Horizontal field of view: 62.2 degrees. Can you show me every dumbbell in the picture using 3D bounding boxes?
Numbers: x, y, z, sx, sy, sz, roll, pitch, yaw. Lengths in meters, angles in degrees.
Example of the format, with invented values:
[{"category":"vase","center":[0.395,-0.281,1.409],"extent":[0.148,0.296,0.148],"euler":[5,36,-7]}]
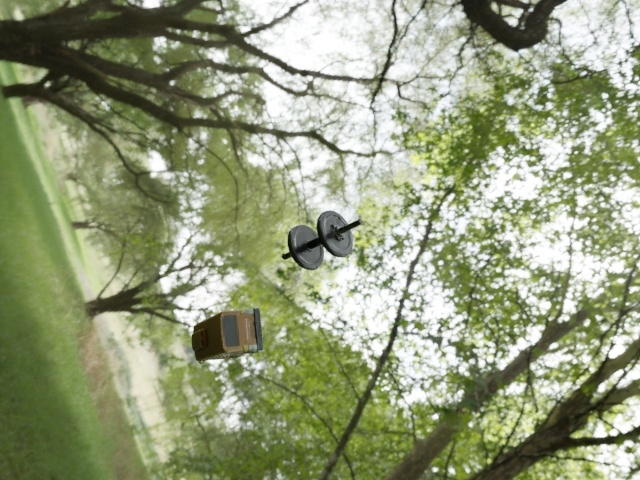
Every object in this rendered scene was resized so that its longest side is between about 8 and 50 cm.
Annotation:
[{"category":"dumbbell","center":[0.000,0.000,0.729],"extent":[0.147,0.069,0.070],"euler":[-25,-95,38]}]

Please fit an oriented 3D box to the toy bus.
[{"category":"toy bus","center":[-0.216,0.218,1.199],"extent":[0.201,0.114,0.098],"euler":[-29,-116,54]}]
